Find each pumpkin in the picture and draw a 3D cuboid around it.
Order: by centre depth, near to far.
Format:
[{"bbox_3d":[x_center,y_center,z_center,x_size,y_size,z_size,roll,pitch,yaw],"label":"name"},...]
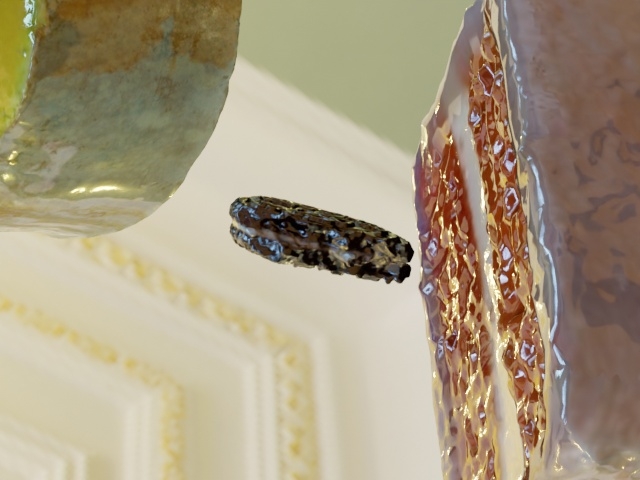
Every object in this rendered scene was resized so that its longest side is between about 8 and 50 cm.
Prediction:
[{"bbox_3d":[-0.241,-0.162,1.314,0.199,0.332,0.332,-3,-127,-49],"label":"pumpkin"}]

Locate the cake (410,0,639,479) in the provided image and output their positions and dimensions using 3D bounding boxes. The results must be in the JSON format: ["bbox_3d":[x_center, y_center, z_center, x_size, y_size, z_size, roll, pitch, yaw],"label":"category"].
[{"bbox_3d":[0.176,0.024,0.940,0.230,0.237,0.308,1,-122,-13],"label":"cake"}]

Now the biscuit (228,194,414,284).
[{"bbox_3d":[0.000,0.000,0.914,0.089,0.027,0.087,19,-171,29],"label":"biscuit"}]
